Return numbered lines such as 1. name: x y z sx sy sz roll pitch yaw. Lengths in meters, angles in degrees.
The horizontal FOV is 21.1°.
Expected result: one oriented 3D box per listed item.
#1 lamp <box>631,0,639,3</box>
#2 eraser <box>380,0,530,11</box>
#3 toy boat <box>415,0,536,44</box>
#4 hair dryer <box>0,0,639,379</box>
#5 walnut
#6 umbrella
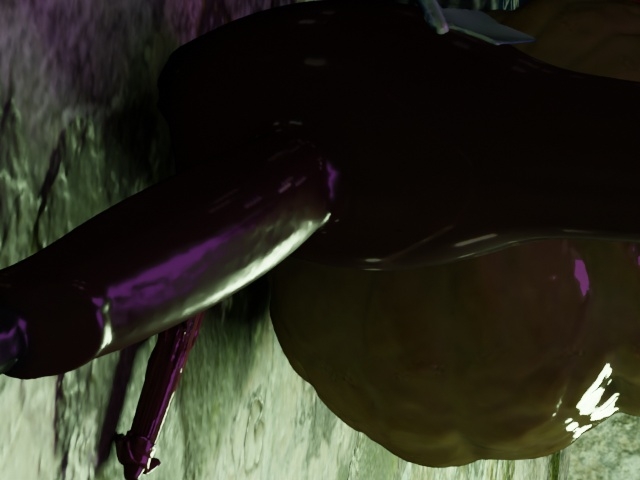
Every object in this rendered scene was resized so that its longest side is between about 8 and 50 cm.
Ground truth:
1. lamp: 0.231 -0.158 1.605 0.227 0.227 0.227 5 90 -76
2. eraser: 0.094 -0.186 1.240 0.155 0.101 0.332 -69 158 -46
3. toy boat: 0.004 -0.214 0.728 0.210 0.070 0.291 42 25 -43
4. hair dryer: 0.000 0.000 0.677 0.340 0.312 0.123 -33 124 -46
5. walnut: 0.109 -0.004 1.019 0.296 0.285 0.285 -39 153 -8
6. umbrella: -0.069 0.040 0.831 0.027 0.025 0.165 109 -3 -61
